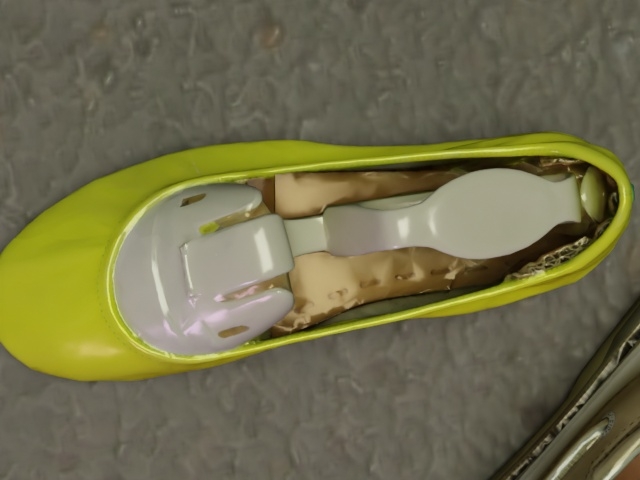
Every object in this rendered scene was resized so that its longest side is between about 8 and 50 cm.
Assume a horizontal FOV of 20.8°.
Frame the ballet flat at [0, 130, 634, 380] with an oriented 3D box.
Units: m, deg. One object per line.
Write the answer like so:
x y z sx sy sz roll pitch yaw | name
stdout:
0.000 0.000 0.596 0.231 0.077 0.077 -10 92 -9 | ballet flat

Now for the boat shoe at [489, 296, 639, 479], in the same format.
0.102 0.122 0.600 0.113 0.103 0.302 31 85 -8 | boat shoe
